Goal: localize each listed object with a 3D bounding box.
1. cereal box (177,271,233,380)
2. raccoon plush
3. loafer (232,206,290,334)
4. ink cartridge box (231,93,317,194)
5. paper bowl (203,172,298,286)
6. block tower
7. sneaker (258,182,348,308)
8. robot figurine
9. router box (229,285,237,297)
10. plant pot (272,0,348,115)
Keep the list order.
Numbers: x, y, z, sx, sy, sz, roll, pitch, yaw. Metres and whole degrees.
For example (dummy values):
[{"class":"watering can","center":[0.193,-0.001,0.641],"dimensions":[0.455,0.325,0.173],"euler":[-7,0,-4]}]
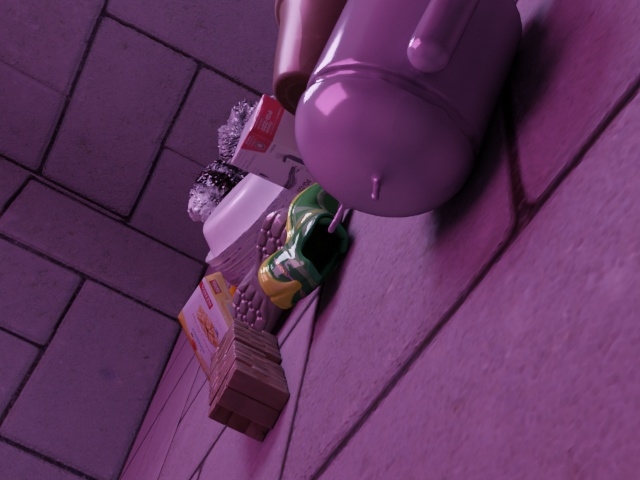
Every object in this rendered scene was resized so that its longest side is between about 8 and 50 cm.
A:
[{"class":"cereal box","center":[-0.233,0.192,1.921],"dimensions":[0.047,0.173,0.240],"euler":[-20,-16,-30]},{"class":"raccoon plush","center":[-0.101,-0.216,2.109],"dimensions":[0.299,0.216,0.446],"euler":[-25,35,43]},{"class":"loafer","center":[-0.077,0.072,1.615],"dimensions":[0.111,0.112,0.319],"euler":[-16,-37,-42]},{"class":"ink cartridge box","center":[-0.045,-0.169,1.703],"dimensions":[0.158,0.218,0.092],"euler":[134,155,-62]},{"class":"paper bowl","center":[-0.147,-0.047,1.943],"dimensions":[0.284,0.148,0.284],"euler":[-45,12,12]},{"class":"block tower","center":[-0.121,0.215,1.417],"dimensions":[0.091,0.097,0.335],"euler":[-61,8,4]},{"class":"sneaker","center":[0.000,0.000,1.417],"dimensions":[0.123,0.109,0.295],"euler":[-24,26,30]},{"class":"robot figurine","center":[0.096,-0.173,0.969],"dimensions":[0.300,0.199,0.353],"euler":[113,-179,-67]},{"class":"router box","center":[-0.160,0.122,1.941],"dimensions":[0.179,0.046,0.133],"euler":[-23,35,60]},{"class":"plant pot","center":[0.018,-0.345,1.610],"dimensions":[0.263,0.263,0.229],"euler":[-47,22,61]}]
